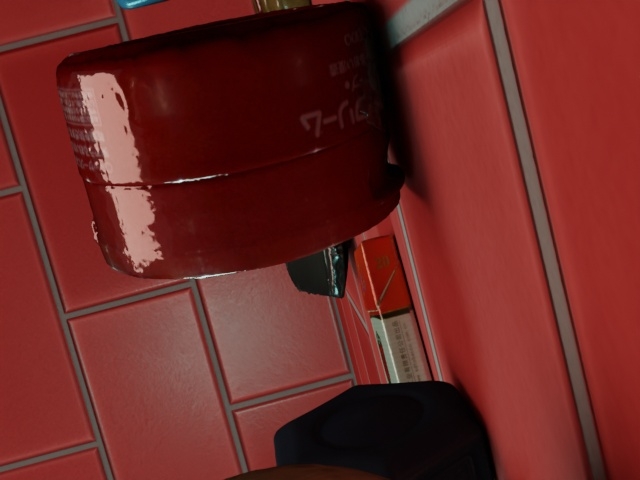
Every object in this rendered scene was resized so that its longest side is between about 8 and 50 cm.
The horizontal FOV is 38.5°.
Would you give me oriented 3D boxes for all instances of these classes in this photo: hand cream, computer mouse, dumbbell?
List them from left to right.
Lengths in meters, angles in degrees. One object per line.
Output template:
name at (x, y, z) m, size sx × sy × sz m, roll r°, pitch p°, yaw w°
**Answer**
hand cream at (-0.062, -0.079, 0.641) m, size 0.230 × 0.230 × 0.149 m, roll -112°, pitch 8°, yaw -74°
computer mouse at (0.005, -0.001, 1.453) m, size 0.295 × 0.087 × 0.168 m, roll -162°, pitch 63°, yaw -73°
dumbbell at (0.069, 0.266, 0.665) m, size 0.143 × 0.156 × 0.316 m, roll -41°, pitch -60°, yaw -59°

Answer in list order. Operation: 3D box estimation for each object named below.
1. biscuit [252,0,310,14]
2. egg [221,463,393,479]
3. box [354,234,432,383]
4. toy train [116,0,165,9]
biscuit at (-0.064, -0.335, 1.186) m, size 0.367 × 0.063 × 0.314 m, roll -117°, pitch 14°, yaw -77°
egg at (0.010, 0.260, 0.292) m, size 0.287 × 0.288 × 0.379 m, roll 78°, pitch -169°, yaw -54°
box at (0.079, 0.119, 0.874) m, size 0.139 × 0.035 × 0.245 m, roll 103°, pitch 152°, yaw -86°
toy train at (-0.085, -0.284, 0.476) m, size 0.265 × 0.188 × 0.300 m, roll -98°, pitch -7°, yaw -67°
